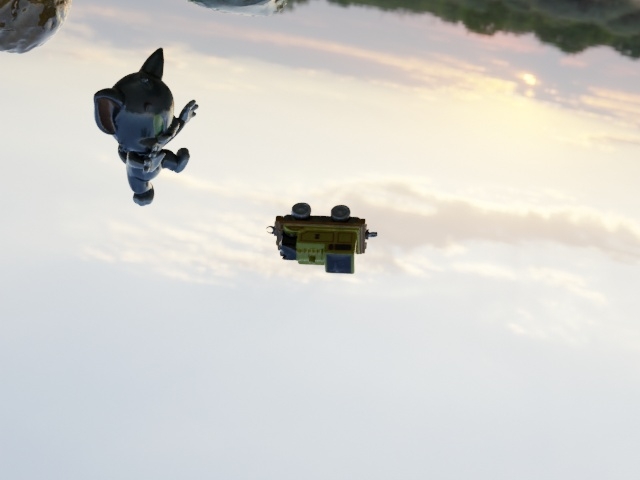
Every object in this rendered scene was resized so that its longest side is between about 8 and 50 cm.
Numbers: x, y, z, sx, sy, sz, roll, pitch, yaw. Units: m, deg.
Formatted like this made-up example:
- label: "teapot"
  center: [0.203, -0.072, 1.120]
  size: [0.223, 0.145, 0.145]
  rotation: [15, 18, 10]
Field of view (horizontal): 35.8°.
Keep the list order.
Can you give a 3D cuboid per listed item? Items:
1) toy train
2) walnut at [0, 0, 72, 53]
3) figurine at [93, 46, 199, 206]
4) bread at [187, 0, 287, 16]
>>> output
- label: "toy train"
  center: [0.000, 0.000, 1.917]
  size: [0.220, 0.089, 0.127]
  rotation: [3, -133, 4]
- label: "walnut"
  center: [-0.516, -0.416, 1.651]
  size: [0.213, 0.213, 0.213]
  rotation: [9, -165, -2]
- label: "figurine"
  center: [-0.295, -0.186, 1.692]
  size: [0.140, 0.265, 0.193]
  rotation: [36, -125, 8]
- label: "bread"
  center: [-0.131, -0.481, 1.500]
  size: [0.239, 0.395, 0.264]
  rotation: [-12, -127, -37]
